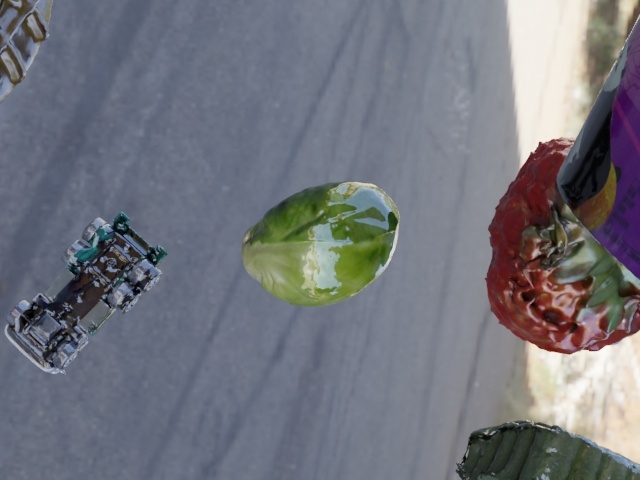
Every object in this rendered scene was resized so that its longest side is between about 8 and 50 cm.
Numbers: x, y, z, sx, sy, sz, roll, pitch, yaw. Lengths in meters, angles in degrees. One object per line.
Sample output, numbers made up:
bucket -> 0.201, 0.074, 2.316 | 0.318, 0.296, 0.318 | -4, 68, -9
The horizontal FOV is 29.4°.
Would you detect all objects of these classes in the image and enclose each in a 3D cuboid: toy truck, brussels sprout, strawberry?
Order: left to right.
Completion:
toy truck -> -0.299, 0.075, 1.578 | 0.216, 0.110, 0.116 | -48, 174, -14
brussels sprout -> 0.001, 0.002, 1.346 | 0.145, 0.183, 0.131 | -96, 163, -74
strawberry -> 0.341, -0.012, 1.566 | 0.267, 0.312, 0.351 | 51, 16, -10

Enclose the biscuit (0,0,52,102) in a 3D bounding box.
biscuit -> -0.361, -0.253, 1.106 | 0.332, 0.103, 0.332 | -37, 134, -52

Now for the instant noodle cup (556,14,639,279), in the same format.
instant noodle cup -> 0.249, -0.054, 0.605 | 0.190, 0.251, 0.251 | -59, 170, 22

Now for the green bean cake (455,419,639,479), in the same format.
green bean cake -> 0.343, 0.347, 1.731 | 0.132, 0.255, 0.241 | -65, -167, -15
